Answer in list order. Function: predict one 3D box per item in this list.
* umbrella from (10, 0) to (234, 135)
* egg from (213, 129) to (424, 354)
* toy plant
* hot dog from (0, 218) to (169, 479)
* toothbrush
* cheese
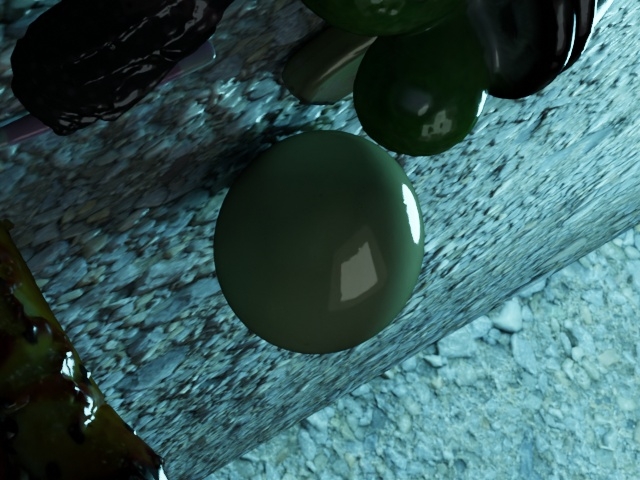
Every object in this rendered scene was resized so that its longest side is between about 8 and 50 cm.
[{"bbox_3d":[-0.054,-0.176,1.088,0.326,0.094,0.090,-38,166,21],"label":"umbrella"},{"bbox_3d":[0.000,0.000,1.676,0.186,0.186,0.241,-26,158,-25],"label":"egg"},{"bbox_3d":[0.088,-0.173,1.268,0.235,0.175,0.218,-33,128,-25],"label":"toy plant"},{"bbox_3d":[-0.282,0.178,1.270,0.367,0.365,0.196,-23,163,-38],"label":"hot dog"},{"bbox_3d":[-0.195,-0.078,1.293,0.286,0.020,0.025,-26,175,-24],"label":"toothbrush"},{"bbox_3d":[0.058,-0.173,1.491,0.192,0.037,0.097,-36,168,22],"label":"cheese"}]
